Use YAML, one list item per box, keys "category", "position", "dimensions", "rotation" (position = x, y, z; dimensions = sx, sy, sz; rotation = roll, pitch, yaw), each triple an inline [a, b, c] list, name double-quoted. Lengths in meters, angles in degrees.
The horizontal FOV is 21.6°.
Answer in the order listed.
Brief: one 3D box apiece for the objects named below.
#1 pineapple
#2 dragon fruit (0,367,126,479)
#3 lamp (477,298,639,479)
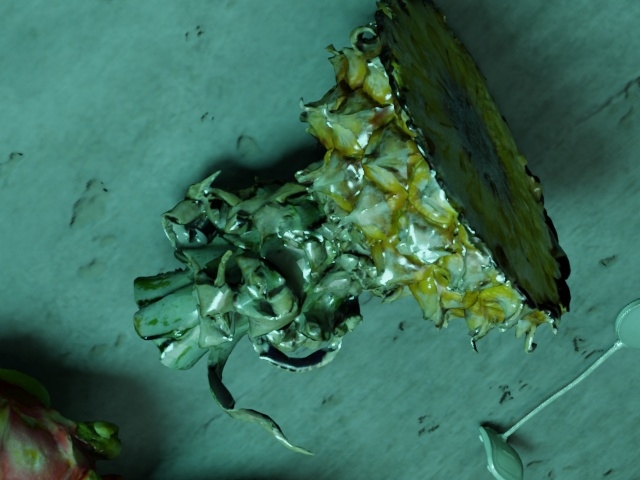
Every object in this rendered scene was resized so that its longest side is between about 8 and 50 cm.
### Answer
- category: "pineapple"
  position: [0.000, 0.000, 1.156]
  dimensions: [0.271, 0.262, 0.262]
  rotation: [-27, 128, 20]
- category: "dragon fruit"
  position: [-0.287, 0.202, 1.210]
  dimensions: [0.302, 0.237, 0.231]
  rotation: [1, 82, 1]
- category: "lamp"
  position: [0.216, 0.124, 1.389]
  dimensions: [0.198, 0.056, 0.050]
  rotation: [-41, 122, 12]
